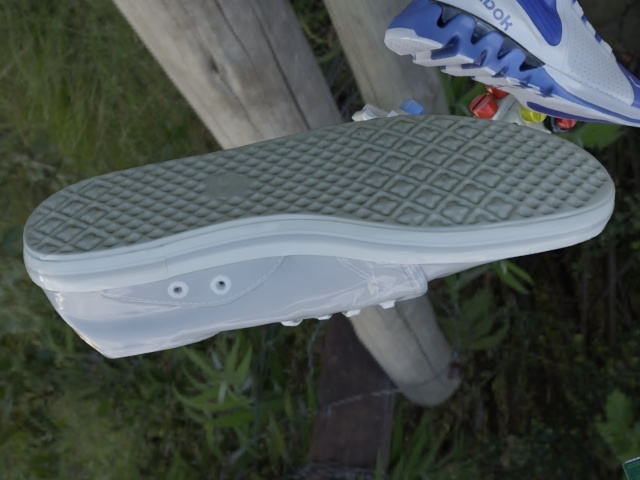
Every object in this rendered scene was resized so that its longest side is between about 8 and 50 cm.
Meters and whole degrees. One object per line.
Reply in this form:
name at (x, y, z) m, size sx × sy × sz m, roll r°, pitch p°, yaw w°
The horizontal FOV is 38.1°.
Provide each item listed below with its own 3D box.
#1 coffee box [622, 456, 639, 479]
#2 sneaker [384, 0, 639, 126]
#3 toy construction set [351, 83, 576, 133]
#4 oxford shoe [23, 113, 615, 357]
coffee box at (0.438, 0.377, 1.165) m, size 0.040 × 0.184 × 0.113 m, roll -23°, pitch 123°, yaw 13°
sneaker at (0.234, -0.240, 0.974) m, size 0.315 × 0.182 × 0.127 m, roll 17°, pitch -176°, yaw -25°
toy construction set at (0.208, -0.186, 1.142) m, size 0.215 × 0.327 × 0.151 m, roll 48°, pitch 179°, yaw -33°
oxford shoe at (0.000, 0.000, 0.729) m, size 0.449 × 0.169 × 0.130 m, roll -9°, pitch 126°, yaw 1°
